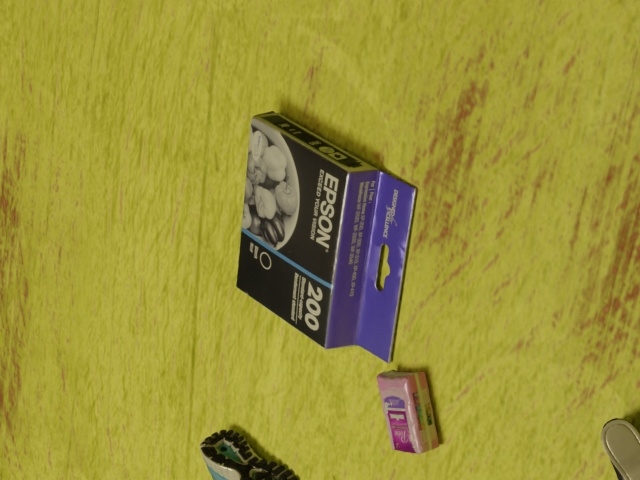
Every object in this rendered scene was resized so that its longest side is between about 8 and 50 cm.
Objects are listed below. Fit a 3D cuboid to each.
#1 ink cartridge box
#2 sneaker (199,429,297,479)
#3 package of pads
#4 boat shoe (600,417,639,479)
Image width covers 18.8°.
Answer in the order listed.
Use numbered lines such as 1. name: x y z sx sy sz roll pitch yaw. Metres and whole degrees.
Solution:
1. ink cartridge box: 0.000 0.000 1.971 0.208 0.045 0.206 30 126 38
2. sneaker: -0.070 0.280 2.167 0.162 0.063 0.073 42 150 38
3. package of pads: 0.087 0.171 1.944 0.050 0.032 0.083 0 104 53
4. boat shoe: 0.287 0.216 1.720 0.046 0.038 0.125 -31 84 8
